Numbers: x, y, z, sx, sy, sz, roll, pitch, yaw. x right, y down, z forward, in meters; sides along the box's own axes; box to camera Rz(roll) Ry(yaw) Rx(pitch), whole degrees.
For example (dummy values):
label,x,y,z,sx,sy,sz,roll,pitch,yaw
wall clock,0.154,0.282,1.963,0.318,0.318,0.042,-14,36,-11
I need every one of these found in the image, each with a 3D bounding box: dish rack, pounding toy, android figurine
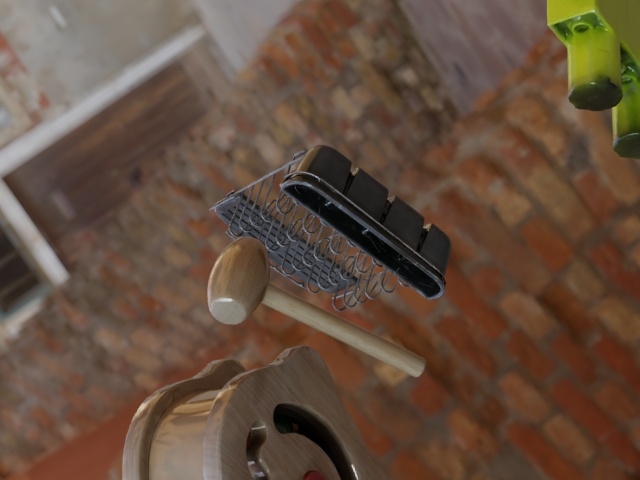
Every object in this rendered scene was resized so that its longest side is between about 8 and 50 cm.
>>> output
label,x,y,z,sx,sy,sz,roll,pitch,yaw
dish rack,0.000,0.000,1.811,0.208,0.074,0.271,38,150,-19
pounding toy,-0.015,0.144,1.072,0.269,0.155,0.154,63,-146,-23
android figurine,0.244,-0.210,1.378,0.248,0.056,0.272,39,-133,-45
